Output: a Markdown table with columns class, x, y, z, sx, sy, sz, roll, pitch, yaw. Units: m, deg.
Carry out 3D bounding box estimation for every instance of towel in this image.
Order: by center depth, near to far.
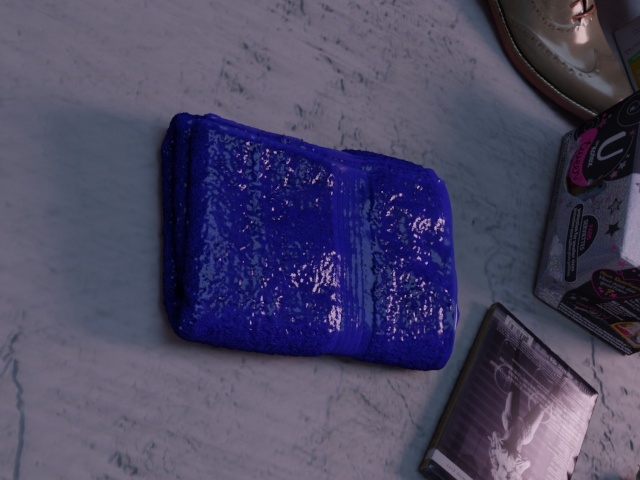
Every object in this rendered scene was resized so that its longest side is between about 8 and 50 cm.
| class | x | y | z | sx | sy | sz | roll | pitch | yaw |
| --- | --- | --- | --- | --- | --- | --- | --- | --- | --- |
| towel | 0.000 | 0.000 | 1.031 | 0.308 | 0.076 | 0.227 | 9 | 64 | -32 |

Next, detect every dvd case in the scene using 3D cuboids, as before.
| class | x | y | z | sx | sy | sz | roll | pitch | yaw |
| --- | --- | --- | --- | --- | --- | --- | --- | --- | --- |
| dvd case | 0.203 | 0.196 | 1.122 | 0.164 | 0.018 | 0.221 | 41 | 51 | -14 |

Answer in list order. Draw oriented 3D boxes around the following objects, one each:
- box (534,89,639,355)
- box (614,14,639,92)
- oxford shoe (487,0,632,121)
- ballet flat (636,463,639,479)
| class | x | y | z | sx | sy | sz | roll | pitch | yaw |
| --- | --- | --- | --- | --- | --- | --- | --- | --- | --- |
| box | 0.368 | -0.023 | 1.255 | 0.163 | 0.142 | 0.247 | 32 | 54 | -20 |
| box | 0.525 | -0.266 | 1.492 | 0.203 | 0.114 | 0.103 | -6 | 73 | -35 |
| oxford shoe | 0.286 | -0.297 | 1.328 | 0.348 | 0.130 | 0.123 | 51 | 51 | -5 |
| ballet flat | 0.444 | 0.300 | 1.206 | 0.241 | 0.091 | 0.077 | 26 | 35 | -27 |
